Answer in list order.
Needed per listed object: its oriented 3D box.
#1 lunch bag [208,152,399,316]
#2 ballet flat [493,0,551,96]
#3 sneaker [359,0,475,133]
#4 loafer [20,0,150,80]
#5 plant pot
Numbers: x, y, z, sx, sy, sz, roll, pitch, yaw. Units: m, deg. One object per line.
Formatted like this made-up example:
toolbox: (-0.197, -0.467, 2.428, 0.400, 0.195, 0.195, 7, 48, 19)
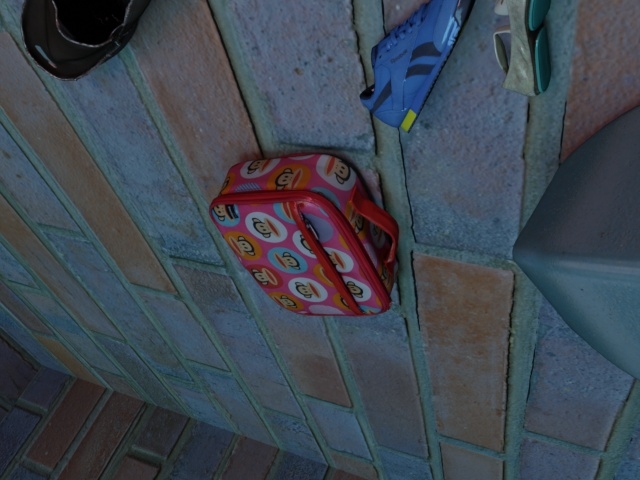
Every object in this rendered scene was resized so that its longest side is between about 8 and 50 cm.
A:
lunch bag: (0.000, 0.000, 0.941, 0.258, 0.120, 0.293, -2, 139, 31)
ballet flat: (0.187, -0.205, 0.577, 0.052, 0.057, 0.168, 18, 147, 31)
sneaker: (0.094, -0.199, 0.636, 0.082, 0.069, 0.209, 30, 147, 3)
loafer: (-0.283, -0.286, 0.721, 0.134, 0.130, 0.366, 42, 144, -21)
plant pot: (0.348, 0.006, 0.600, 0.248, 0.247, 0.252, 44, 160, -25)
